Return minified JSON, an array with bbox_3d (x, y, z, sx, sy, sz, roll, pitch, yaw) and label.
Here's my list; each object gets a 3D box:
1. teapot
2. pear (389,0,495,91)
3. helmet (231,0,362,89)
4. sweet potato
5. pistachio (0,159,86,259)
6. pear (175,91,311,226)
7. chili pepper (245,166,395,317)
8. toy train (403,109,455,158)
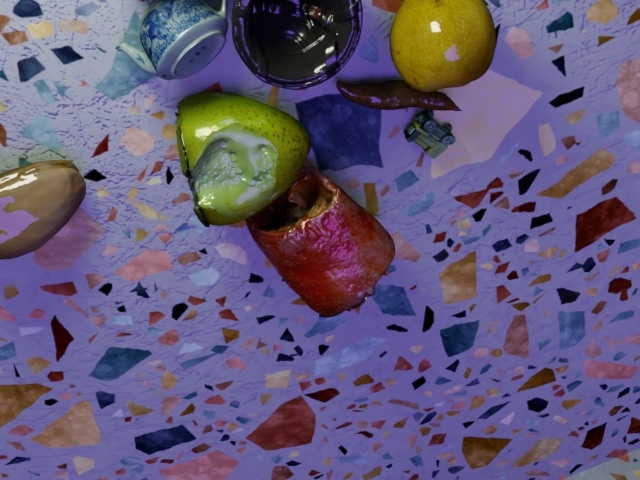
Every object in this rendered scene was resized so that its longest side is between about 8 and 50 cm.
[{"bbox_3d":[-0.256,-0.384,1.454,0.232,0.159,0.159,-40,129,11],"label":"teapot"},{"bbox_3d":[0.229,-0.384,1.526,0.208,0.209,0.209,-7,132,-8],"label":"pear"},{"bbox_3d":[-0.050,-0.420,1.451,0.230,0.160,0.279,-3,119,-12],"label":"helmet"},{"bbox_3d":[0.163,-0.297,1.677,0.273,0.067,0.067,4,130,-14],"label":"sweet potato"},{"bbox_3d":[-0.594,-0.060,1.640,0.260,0.163,0.213,-23,155,-12],"label":"pistachio"},{"bbox_3d":[-0.145,-0.159,1.635,0.292,0.159,0.293,-7,121,-11],"label":"pear"},{"bbox_3d":[0.000,0.000,1.791,0.251,0.229,0.305,-11,140,34],"label":"chili pepper"},{"bbox_3d":[0.238,-0.232,1.769,0.122,0.050,0.081,27,127,-34],"label":"toy train"}]
